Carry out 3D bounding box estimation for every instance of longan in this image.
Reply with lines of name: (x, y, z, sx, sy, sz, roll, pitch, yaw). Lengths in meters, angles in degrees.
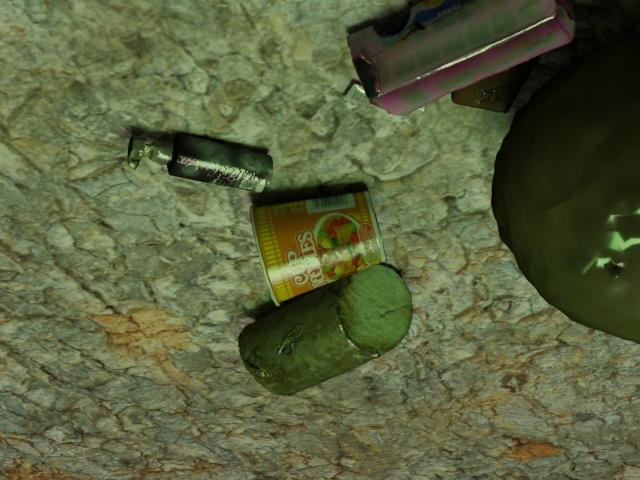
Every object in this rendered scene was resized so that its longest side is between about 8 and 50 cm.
longan: (0.426, -0.065, 1.395, 0.404, 0.404, 0.436, 12, 165, -25)

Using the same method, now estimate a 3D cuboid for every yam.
yam: (0.007, 0.162, 1.950, 0.304, 0.168, 0.168, -28, 141, 36)

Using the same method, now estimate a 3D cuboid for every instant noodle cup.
instant noodle cup: (0.000, 0.000, 1.702, 0.185, 0.168, 0.168, -14, 148, 2)

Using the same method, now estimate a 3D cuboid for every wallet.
wallet: (0.241, -0.233, 1.458, 0.095, 0.026, 0.176, 7, 146, -14)

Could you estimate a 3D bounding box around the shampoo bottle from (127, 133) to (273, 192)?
shampoo bottle: (-0.173, -0.112, 1.569, 0.208, 0.063, 0.057, 10, 134, -21)

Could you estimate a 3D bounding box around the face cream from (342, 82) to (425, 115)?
face cream: (0.088, -0.192, 1.511, 0.115, 0.020, 0.038, 10, 147, -19)

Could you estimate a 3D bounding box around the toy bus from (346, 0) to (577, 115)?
toy bus: (0.168, -0.251, 1.347, 0.274, 0.112, 0.090, -22, 152, 26)
